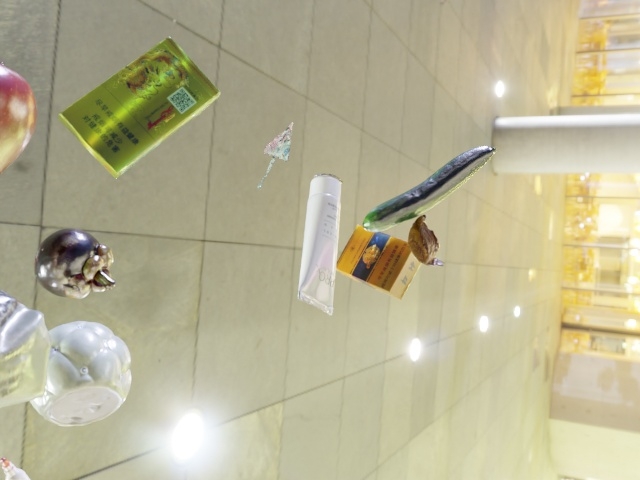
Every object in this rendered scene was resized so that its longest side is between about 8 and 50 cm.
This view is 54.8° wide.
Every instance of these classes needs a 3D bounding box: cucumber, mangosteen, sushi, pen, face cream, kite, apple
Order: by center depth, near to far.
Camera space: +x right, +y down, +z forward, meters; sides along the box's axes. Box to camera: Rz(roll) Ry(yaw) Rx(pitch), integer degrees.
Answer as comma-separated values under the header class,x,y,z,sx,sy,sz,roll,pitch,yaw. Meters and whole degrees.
class,x,y,z,sx,sy,sz,roll,pitch,yaw
pen,-0.356,0.350,0.788,0.026,0.026,0.218,-54,138,-48
face cream,0.000,0.000,1.065,0.092,0.058,0.243,32,53,-44
sushi,0.182,0.003,1.078,0.047,0.050,0.099,-8,78,-28
cucumber,0.194,-0.089,1.086,0.284,0.056,0.056,-31,131,-14
kite,-0.093,-0.176,1.275,0.011,0.139,0.156,27,90,-29
apple,-0.775,-0.260,1.311,0.316,0.288,0.288,-66,151,-8
mangosteen,-0.704,0.078,1.809,0.211,0.250,0.211,22,90,-76

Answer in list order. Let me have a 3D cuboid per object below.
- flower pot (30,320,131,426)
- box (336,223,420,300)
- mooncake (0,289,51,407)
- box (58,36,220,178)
class,x,y,z,sx,sy,sz,roll,pitch,yaw
flower pot,-0.572,0.311,1.465,0.195,0.246,0.246,62,4,37
box,0.163,0.056,1.742,0.070,0.237,0.152,35,81,-40
mooncake,-0.455,0.102,0.667,0.254,0.250,0.136,-11,117,-62
box,-0.387,-0.295,1.352,0.173,0.043,0.311,47,65,-7
